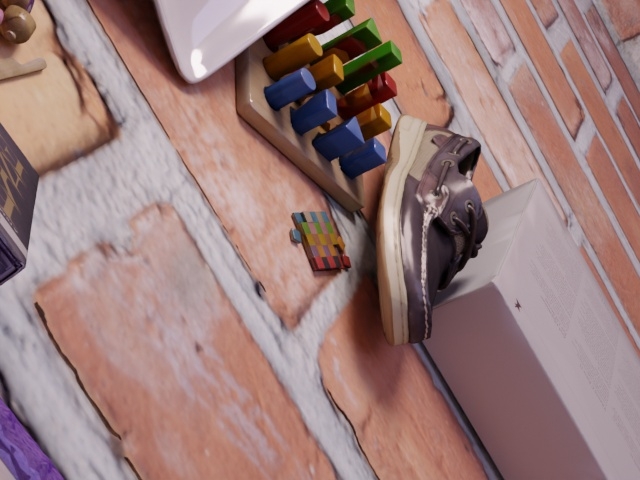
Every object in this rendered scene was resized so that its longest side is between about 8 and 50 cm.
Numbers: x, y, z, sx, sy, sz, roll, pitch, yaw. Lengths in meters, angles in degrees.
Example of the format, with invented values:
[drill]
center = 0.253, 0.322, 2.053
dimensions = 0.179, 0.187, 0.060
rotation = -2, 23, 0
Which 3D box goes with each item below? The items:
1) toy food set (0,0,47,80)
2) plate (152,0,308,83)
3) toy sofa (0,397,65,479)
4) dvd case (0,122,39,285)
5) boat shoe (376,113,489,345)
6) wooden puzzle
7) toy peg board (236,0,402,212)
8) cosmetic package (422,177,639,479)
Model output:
[toy food set]
center = -0.197, -0.153, 0.663
dimensions = 0.122, 0.019, 0.078
rotation = 62, 25, -5
[plate]
center = -0.062, -0.298, 0.846
dimensions = 0.278, 0.045, 0.277
rotation = -44, 131, -34
[toy sofa]
center = -0.165, 0.049, 0.389
dimensions = 0.362, 0.150, 0.177
rotation = 57, 27, -14
[dvd case]
center = -0.179, -0.074, 0.504
dimensions = 0.164, 0.018, 0.221
rotation = 57, -3, -17
[boat shoe]
center = 0.098, -0.018, 0.986
dimensions = 0.285, 0.092, 0.102
rotation = -78, 168, -56
[wooden puzzle]
center = 0.000, 0.000, 0.912
dimensions = 0.083, 0.006, 0.049
rotation = -2, 69, -63
[toy peg board]
center = 0.008, -0.138, 0.971
dimensions = 0.161, 0.079, 0.160
rotation = 39, 35, -41
[cosmetic package]
center = 0.245, 0.157, 1.129
dimensions = 0.377, 0.097, 0.284
rotation = 59, 24, -9
